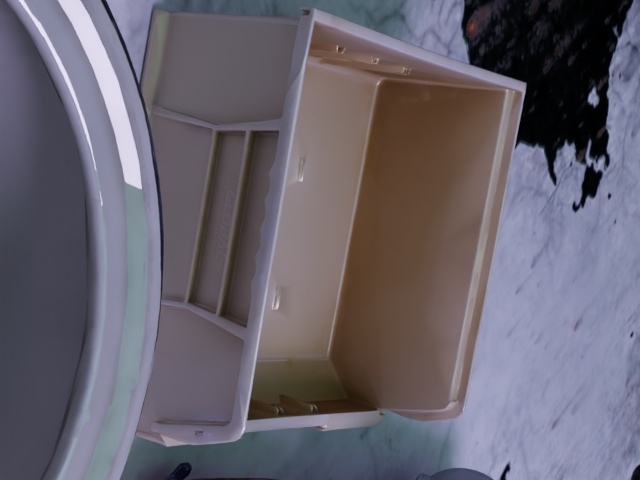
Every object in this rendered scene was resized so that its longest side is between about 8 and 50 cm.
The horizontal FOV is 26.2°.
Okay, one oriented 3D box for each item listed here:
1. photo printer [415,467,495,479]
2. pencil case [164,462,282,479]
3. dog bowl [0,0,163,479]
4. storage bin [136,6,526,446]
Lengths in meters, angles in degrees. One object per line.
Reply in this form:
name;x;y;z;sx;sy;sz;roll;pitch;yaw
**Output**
photo printer;0.086;0.308;1.016;0.307;0.107;0.256;36;67;-83
pencil case;-0.066;0.345;0.869;0.167;0.160;0.386;12;90;-18
dog bowl;-0.248;0.029;0.517;0.408;0.150;0.408;-23;119;-51
storage bin;0.000;0.000;0.888;0.262;0.123;0.260;6;95;-56
